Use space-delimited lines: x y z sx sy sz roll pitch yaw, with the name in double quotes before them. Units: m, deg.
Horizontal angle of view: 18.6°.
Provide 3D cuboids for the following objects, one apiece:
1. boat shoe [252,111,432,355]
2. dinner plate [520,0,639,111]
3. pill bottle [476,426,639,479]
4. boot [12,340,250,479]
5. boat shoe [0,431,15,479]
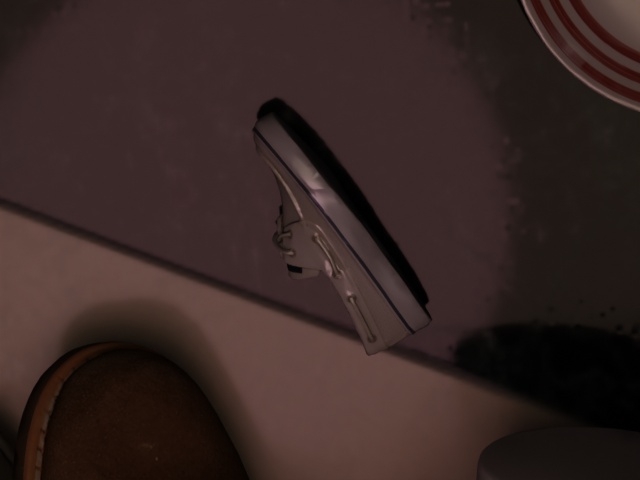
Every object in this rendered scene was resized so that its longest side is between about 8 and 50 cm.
"boat shoe" 0.000 0.000 0.719 0.035 0.035 0.100 -35 107 5
"dinner plate" 0.137 -0.113 0.699 0.141 0.017 0.141 0 104 0
"pill bottle" 0.094 0.206 0.707 0.146 0.146 0.264 4 103 0
"boot" -0.021 0.172 0.676 0.112 0.115 0.305 -8 76 -37
"boat shoe" -0.116 0.155 0.735 0.069 0.081 0.227 -27 102 20
